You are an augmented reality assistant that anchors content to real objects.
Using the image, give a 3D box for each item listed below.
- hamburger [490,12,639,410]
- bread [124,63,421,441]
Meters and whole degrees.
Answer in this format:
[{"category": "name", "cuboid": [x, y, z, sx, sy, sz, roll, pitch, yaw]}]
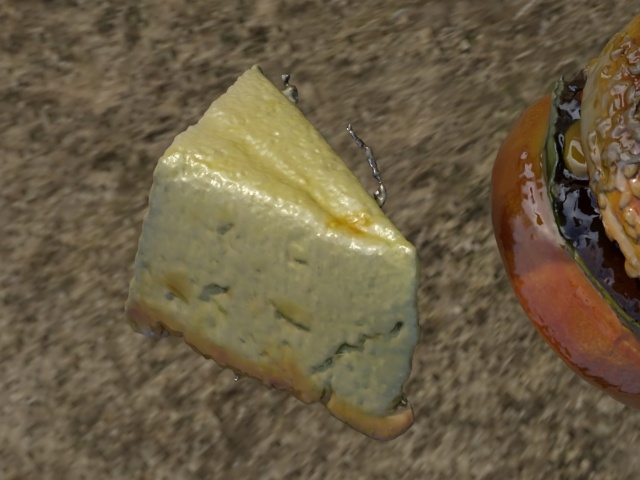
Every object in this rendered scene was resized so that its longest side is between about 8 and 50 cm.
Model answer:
[{"category": "hamburger", "cuboid": [0.320, -0.032, 1.519, 0.330, 0.330, 0.250, 50, 132, 3]}, {"category": "bread", "cuboid": [0.000, 0.000, 0.608, 0.109, 0.080, 0.084, 23, 128, 17]}]
